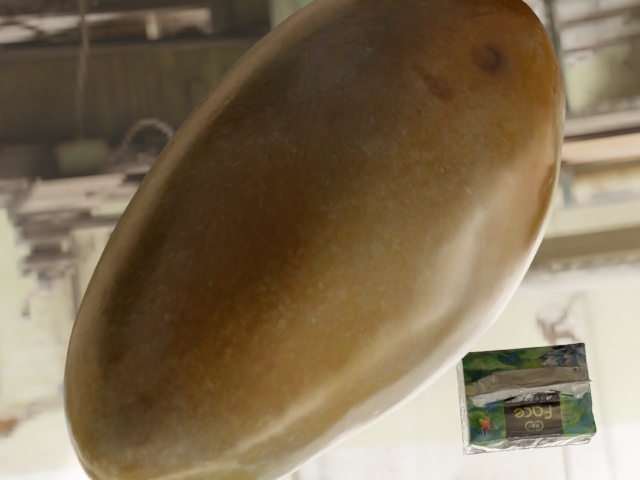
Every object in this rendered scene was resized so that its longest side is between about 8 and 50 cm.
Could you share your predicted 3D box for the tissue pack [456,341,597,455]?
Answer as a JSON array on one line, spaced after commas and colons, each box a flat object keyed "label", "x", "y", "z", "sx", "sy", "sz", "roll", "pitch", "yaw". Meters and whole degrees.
[{"label": "tissue pack", "x": 0.176, "y": 0.133, "z": 1.291, "sx": 0.111, "sy": 0.085, "sz": 0.079, "roll": -4, "pitch": 162, "yaw": -1}]

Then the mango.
[{"label": "mango", "x": 0.000, "y": 0.000, "z": 0.847, "sx": 0.221, "sy": 0.384, "sz": 0.199, "roll": 17, "pitch": 146, "yaw": 33}]
